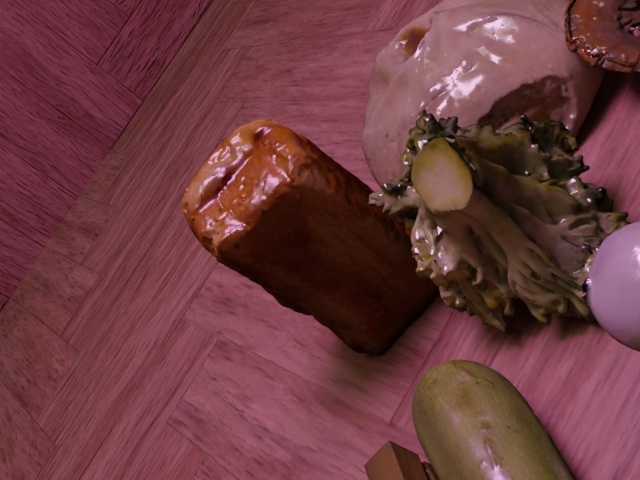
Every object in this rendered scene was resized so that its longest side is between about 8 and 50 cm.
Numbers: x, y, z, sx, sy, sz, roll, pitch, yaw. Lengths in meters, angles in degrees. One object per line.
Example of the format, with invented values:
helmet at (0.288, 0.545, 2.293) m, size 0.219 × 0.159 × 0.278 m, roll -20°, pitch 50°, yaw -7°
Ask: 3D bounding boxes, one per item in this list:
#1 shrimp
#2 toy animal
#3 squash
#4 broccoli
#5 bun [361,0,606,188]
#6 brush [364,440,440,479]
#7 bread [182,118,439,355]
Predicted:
shrimp at (0.413, -0.281, 1.097) m, size 0.253 × 0.058 × 0.173 m, roll -25°, pitch 57°, yaw -4°
toy animal at (0.331, 0.042, 0.808) m, size 0.166 × 0.179 × 0.138 m, roll -7°, pitch 66°, yaw 61°
squash at (0.185, 0.239, 0.850) m, size 0.118 × 0.118 × 0.371 m, roll -46°, pitch 31°, yaw 10°
broccoli at (0.179, -0.026, 0.997) m, size 0.288 × 0.245 × 0.248 m, roll 1°, pitch 83°, yaw 42°
bun at (0.191, -0.213, 1.247) m, size 0.364 × 0.202 × 0.364 m, roll -36°, pitch 31°, yaw 26°
brush at (0.117, 0.306, 0.885) m, size 0.047 × 0.103 × 0.233 m, roll -46°, pitch 31°, yaw 16°
bread at (-0.004, -0.001, 1.150) m, size 0.195 × 0.344 × 0.149 m, roll -45°, pitch 39°, yaw 9°
